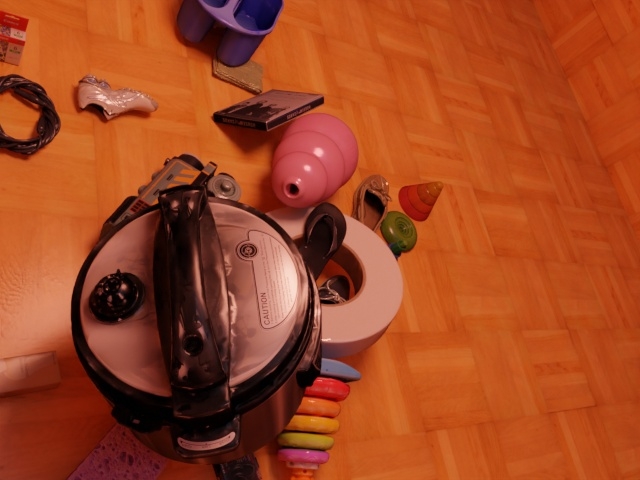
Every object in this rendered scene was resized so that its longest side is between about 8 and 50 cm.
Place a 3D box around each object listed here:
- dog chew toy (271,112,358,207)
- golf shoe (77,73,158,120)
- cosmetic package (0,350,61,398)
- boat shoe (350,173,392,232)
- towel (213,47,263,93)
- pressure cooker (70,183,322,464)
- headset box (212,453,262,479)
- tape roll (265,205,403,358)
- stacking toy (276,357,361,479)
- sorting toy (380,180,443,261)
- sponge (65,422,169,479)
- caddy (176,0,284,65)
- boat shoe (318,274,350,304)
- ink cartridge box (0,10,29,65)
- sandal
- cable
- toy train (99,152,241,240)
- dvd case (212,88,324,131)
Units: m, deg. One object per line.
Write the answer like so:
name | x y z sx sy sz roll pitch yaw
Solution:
dog chew toy | -0.024 -0.183 1.465 0.206 0.206 0.332 43 28 -9
golf shoe | -0.455 -0.303 1.358 0.176 0.069 0.086 12 78 -28
cosmetic package | -0.499 0.224 1.010 0.115 0.041 0.060 -5 67 -39
boat shoe | 0.142 -0.087 1.648 0.104 0.089 0.285 35 48 -15
towel | -0.222 -0.461 1.641 0.148 0.027 0.110 17 54 -27
pressure cooker | -0.189 0.142 0.967 0.369 0.420 0.375 33 61 17
headset box | -0.154 0.437 1.151 0.083 0.032 0.062 -10 71 -39
tape roll | -0.007 0.082 1.361 0.391 0.072 0.392 10 47 -11
stacking toy | -0.028 0.395 1.208 0.175 0.165 0.302 12 68 -20
sorting toy | 0.262 -0.064 1.703 0.127 0.126 0.365 44 46 -8
sponge | -0.363 0.417 1.005 0.117 0.031 0.210 45 46 -7
caddy | -0.230 -0.632 1.610 0.241 0.179 0.341 28 44 -16
boat shoe | 0.014 0.160 1.411 0.095 0.079 0.254 41 45 0
ink cartridge box | -0.637 -0.411 1.234 0.062 0.115 0.029 9 59 -33
sandal | 0.001 0.001 1.349 0.097 0.054 0.255 22 46 0
cable | -0.603 -0.249 1.219 0.150 0.047 0.185 -17 73 -47
toy train | -0.303 -0.056 1.269 0.190 0.142 0.334 32 48 -5
dvd case | -0.129 -0.339 1.555 0.238 0.179 0.030 -36 131 -44
